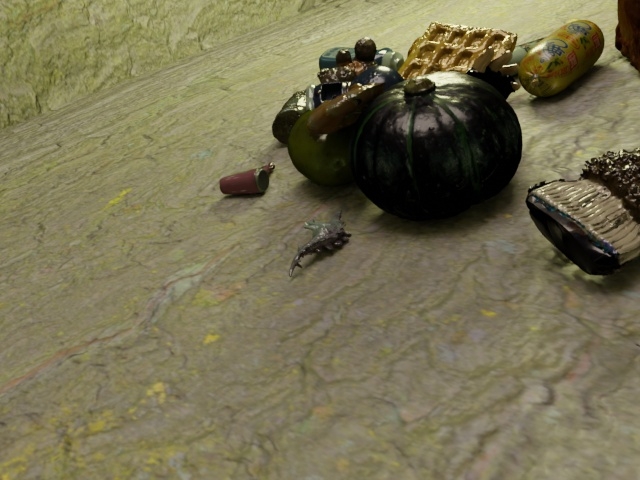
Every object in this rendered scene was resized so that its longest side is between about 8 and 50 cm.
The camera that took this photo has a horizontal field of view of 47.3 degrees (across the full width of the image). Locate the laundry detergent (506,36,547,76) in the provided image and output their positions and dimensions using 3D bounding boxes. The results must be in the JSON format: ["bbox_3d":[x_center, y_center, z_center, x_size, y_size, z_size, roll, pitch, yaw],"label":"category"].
[{"bbox_3d":[0.497,-0.461,1.882,0.225,0.070,0.099,-19,34,-6],"label":"laundry detergent"}]

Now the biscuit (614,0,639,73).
[{"bbox_3d":[0.761,-0.534,1.579,0.166,0.343,0.395,-5,30,11],"label":"biscuit"}]

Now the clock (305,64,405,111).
[{"bbox_3d":[0.091,-0.323,1.733,0.243,0.147,0.200,-10,50,17],"label":"clock"}]

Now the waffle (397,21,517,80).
[{"bbox_3d":[0.332,-0.438,1.800,0.247,0.055,0.221,20,64,33],"label":"waffle"}]

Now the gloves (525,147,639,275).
[{"bbox_3d":[0.459,-0.058,1.006,0.312,0.135,0.210,-20,19,-18],"label":"gloves"}]

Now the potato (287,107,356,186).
[{"bbox_3d":[0.025,-0.190,1.499,0.186,0.149,0.253,15,21,-3],"label":"potato"}]

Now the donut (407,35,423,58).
[{"bbox_3d":[0.339,-0.497,1.989,0.226,0.114,0.227,-11,25,5],"label":"donut"}]

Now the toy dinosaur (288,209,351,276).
[{"bbox_3d":[-0.001,-0.002,1.249,0.082,0.039,0.209,3,31,30],"label":"toy dinosaur"}]

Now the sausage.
[{"bbox_3d":[0.567,-0.429,1.712,0.123,0.123,0.347,8,33,39],"label":"sausage"}]

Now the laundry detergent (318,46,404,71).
[{"bbox_3d":[0.137,-0.531,2.202,0.289,0.094,0.143,15,32,41],"label":"laundry detergent"}]

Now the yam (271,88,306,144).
[{"bbox_3d":[-0.055,-0.315,1.849,0.107,0.107,0.183,-4,29,21],"label":"yam"}]

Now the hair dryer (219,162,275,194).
[{"bbox_3d":[-0.141,-0.141,1.616,0.106,0.054,0.154,-4,17,30],"label":"hair dryer"}]

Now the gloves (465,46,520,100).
[{"bbox_3d":[0.337,-0.289,1.461,0.124,0.204,0.164,-3,29,20],"label":"gloves"}]

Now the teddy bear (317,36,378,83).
[{"bbox_3d":[0.089,-0.437,1.990,0.190,0.177,0.140,-24,-18,-20],"label":"teddy bear"}]

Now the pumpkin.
[{"bbox_3d":[0.195,-0.177,1.276,0.315,0.239,0.315,-10,30,6],"label":"pumpkin"}]

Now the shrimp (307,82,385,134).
[{"bbox_3d":[0.070,-0.259,1.366,0.145,0.061,0.267,-34,-5,34],"label":"shrimp"}]
